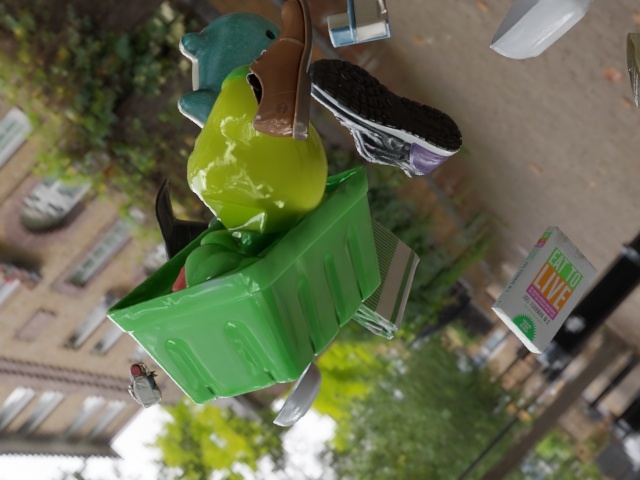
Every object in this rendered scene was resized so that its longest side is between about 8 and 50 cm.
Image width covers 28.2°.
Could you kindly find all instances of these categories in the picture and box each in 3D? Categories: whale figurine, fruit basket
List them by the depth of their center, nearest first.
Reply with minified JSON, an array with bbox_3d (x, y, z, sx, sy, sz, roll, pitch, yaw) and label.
[{"bbox_3d":[-0.095,-0.029,1.629,0.392,0.283,0.392,33,-132,-47],"label":"fruit basket"},{"bbox_3d":[-0.139,-0.281,2.136,0.216,0.141,0.272,42,-140,-12],"label":"whale figurine"}]

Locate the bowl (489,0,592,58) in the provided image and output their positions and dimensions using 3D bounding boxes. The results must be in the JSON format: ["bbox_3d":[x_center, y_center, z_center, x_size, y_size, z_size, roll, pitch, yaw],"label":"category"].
[{"bbox_3d":[0.266,-0.272,1.450,0.053,0.142,0.142,39,139,-9],"label":"bowl"}]

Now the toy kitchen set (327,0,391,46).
[{"bbox_3d":[0.070,-0.411,2.454,0.207,0.122,0.166,70,-167,-60],"label":"toy kitchen set"}]

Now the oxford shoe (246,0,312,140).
[{"bbox_3d":[-0.046,-0.207,1.467,0.076,0.076,0.212,93,180,-51],"label":"oxford shoe"}]

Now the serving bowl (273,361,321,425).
[{"bbox_3d":[-0.022,0.183,1.480,0.027,0.083,0.083,33,-177,0],"label":"serving bowl"}]

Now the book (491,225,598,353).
[{"bbox_3d":[0.299,0.065,1.705,0.096,0.144,0.035,45,160,-25],"label":"book"}]

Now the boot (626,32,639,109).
[{"bbox_3d":[0.591,-0.281,2.079,0.213,0.165,0.077,-81,-14,-53],"label":"boot"}]

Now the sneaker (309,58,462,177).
[{"bbox_3d":[0.078,-0.179,2.036,0.283,0.124,0.107,27,-135,-20],"label":"sneaker"}]

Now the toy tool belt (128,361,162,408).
[{"bbox_3d":[-0.293,0.232,2.102,0.051,0.052,0.083,-119,5,-70],"label":"toy tool belt"}]

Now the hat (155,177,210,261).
[{"bbox_3d":[-0.189,0.057,2.102,0.331,0.134,0.331,174,90,-87],"label":"hat"}]

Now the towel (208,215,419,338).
[{"bbox_3d":[0.000,0.000,1.979,0.325,0.038,0.248,32,-146,-6],"label":"towel"}]
